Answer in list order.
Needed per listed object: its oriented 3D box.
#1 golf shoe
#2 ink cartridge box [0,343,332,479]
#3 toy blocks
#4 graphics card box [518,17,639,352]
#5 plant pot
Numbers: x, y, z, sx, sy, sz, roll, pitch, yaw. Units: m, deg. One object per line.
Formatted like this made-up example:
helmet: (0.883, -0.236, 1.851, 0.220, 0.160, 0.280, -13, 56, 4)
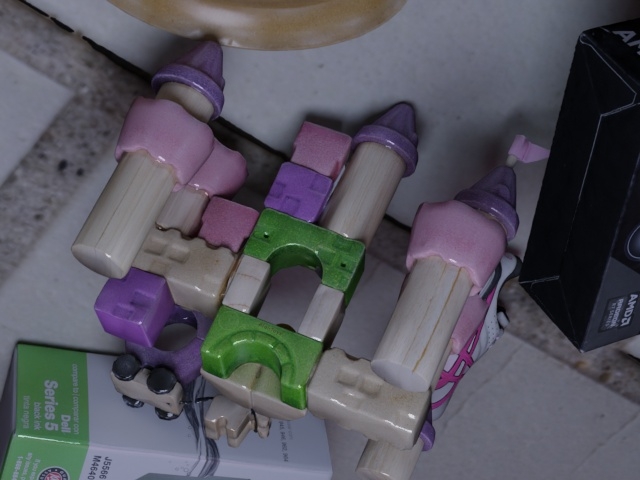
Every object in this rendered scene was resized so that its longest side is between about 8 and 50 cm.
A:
golf shoe: (0.119, 0.085, 1.387, 0.086, 0.067, 0.186, 3, 128, -13)
ink cartridge box: (-0.147, 0.211, 1.416, 0.273, 0.114, 0.198, 9, 127, -16)
toy blocks: (0.000, 0.000, 1.232, 0.289, 0.260, 0.309, 20, 155, 11)
graphics card box: (0.335, -0.071, 1.196, 0.371, 0.094, 0.232, -14, 135, -25)
plant pot: (-0.053, -0.198, 1.083, 0.236, 0.032, 0.236, 5, 157, 2)
